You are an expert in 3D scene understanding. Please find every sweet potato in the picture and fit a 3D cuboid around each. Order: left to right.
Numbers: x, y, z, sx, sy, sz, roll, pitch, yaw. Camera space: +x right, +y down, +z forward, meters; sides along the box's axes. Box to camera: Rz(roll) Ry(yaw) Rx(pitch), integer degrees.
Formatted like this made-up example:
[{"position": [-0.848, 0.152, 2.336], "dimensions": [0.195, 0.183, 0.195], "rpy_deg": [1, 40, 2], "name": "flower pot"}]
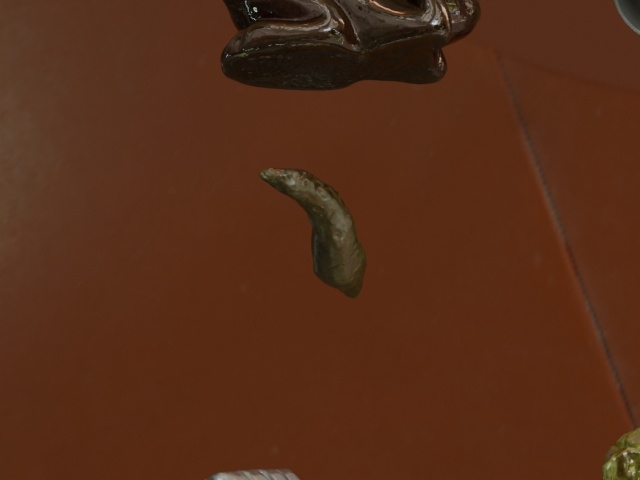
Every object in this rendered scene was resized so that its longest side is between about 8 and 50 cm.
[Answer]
[{"position": [0.006, -0.003, 1.129], "dimensions": [0.041, 0.038, 0.153], "rpy_deg": [-19, 141, 10], "name": "sweet potato"}]

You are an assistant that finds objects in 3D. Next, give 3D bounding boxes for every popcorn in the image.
[{"position": [0.360, 0.271, 1.927], "dimensions": [0.097, 0.089, 0.109], "rpy_deg": [-15, 112, 35], "name": "popcorn"}]

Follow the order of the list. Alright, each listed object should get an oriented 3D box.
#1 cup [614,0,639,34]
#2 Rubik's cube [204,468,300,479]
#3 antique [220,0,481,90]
[{"position": [0.323, -0.252, 1.500], "dimensions": [0.099, 0.133, 0.136], "rpy_deg": [18, 119, 26], "name": "cup"}, {"position": [-0.056, 0.302, 0.992], "dimensions": [0.253, 0.256, 0.259], "rpy_deg": [-38, 82, 1], "name": "Rubik's cube"}, {"position": [0.030, -0.227, 1.675], "dimensions": [0.256, 0.143, 0.121], "rpy_deg": [-2, 156, -3], "name": "antique"}]
